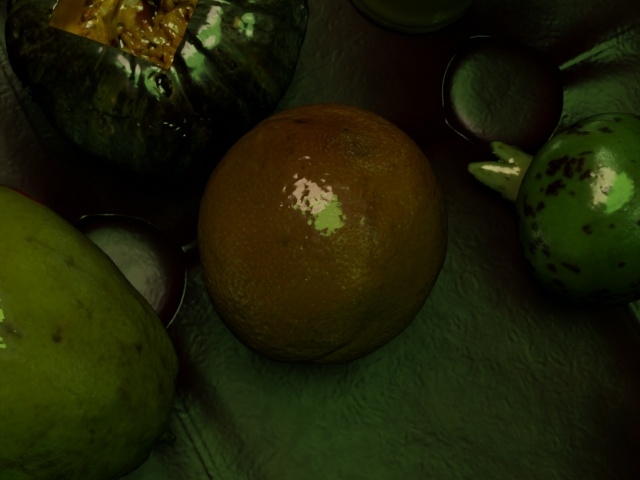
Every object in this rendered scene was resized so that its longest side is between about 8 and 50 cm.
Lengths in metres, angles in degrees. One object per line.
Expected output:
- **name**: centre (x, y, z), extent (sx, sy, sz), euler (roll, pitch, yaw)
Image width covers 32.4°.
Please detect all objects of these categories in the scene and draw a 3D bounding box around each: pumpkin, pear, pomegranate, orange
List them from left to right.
- **pear**: centre (-0.283, 0.108, 1.021), extent (0.375, 0.287, 0.287), euler (33, 71, -26)
- **pumpkin**: centre (-0.170, -0.225, 1.138), extent (0.320, 0.192, 0.320), euler (-2, 79, 8)
- **orange**: centre (0.000, 0.000, 1.096), extent (0.264, 0.264, 0.264), euler (2, 75, -7)
- **pomegranate**: centre (0.287, -0.041, 1.188), extent (0.263, 0.211, 0.211), euler (25, 68, 42)

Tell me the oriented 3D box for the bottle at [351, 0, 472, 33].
- **bottle**: centre (0.129, -0.368, 1.154), extent (0.171, 0.351, 0.172), euler (2, 74, -8)
